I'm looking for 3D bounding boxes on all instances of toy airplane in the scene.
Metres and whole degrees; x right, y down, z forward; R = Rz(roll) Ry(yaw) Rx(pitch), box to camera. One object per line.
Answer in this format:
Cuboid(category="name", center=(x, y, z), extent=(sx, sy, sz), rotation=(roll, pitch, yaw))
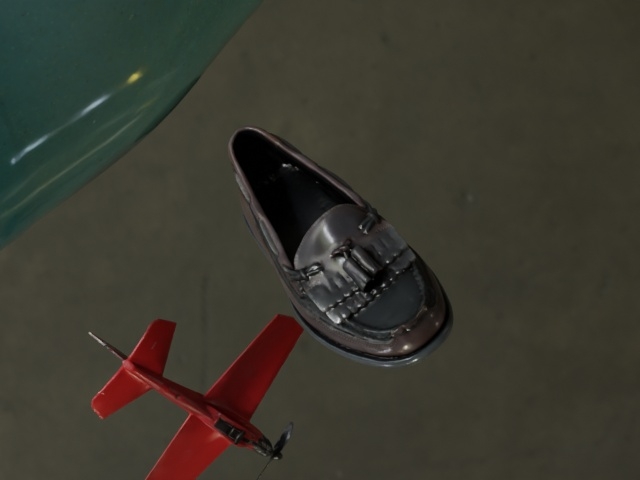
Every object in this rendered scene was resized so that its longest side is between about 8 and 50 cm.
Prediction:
Cuboid(category="toy airplane", center=(-0.074, 0.094, 1.108), extent=(0.151, 0.028, 0.151), rotation=(-9, 113, -21))

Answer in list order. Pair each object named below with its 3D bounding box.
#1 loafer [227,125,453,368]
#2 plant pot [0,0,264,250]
Cuboid(category="loafer", center=(0.000, 0.000, 1.552), extent=(0.109, 0.302, 0.095), rotation=(-37, 128, -6))
Cuboid(category="plant pot", center=(-0.154, -0.156, 0.953), extent=(0.255, 0.272, 0.271), rotation=(-34, 137, -18))
